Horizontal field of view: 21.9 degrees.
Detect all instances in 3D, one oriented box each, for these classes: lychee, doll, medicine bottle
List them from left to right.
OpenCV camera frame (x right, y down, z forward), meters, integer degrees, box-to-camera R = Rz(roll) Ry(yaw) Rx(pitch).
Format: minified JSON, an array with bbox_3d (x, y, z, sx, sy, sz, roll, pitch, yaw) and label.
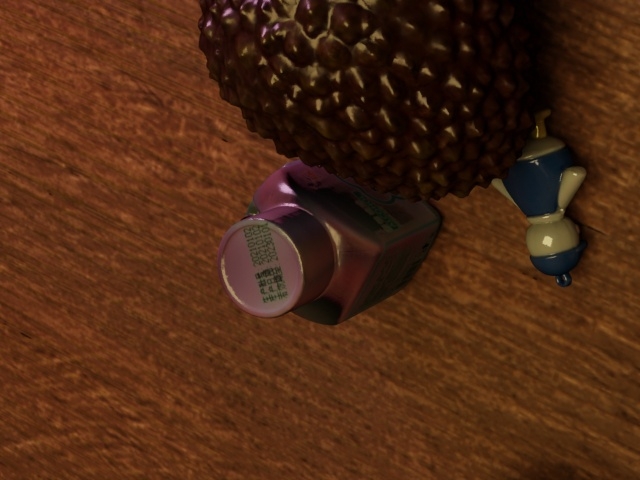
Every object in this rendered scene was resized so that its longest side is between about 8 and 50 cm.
[{"bbox_3d":[0.000,0.000,1.328,0.119,0.188,0.094,38,119,17],"label":"medicine bottle"},{"bbox_3d":[0.050,-0.147,1.239,0.271,0.271,0.271,8,107,29],"label":"lychee"},{"bbox_3d":[0.175,-0.032,1.295,0.099,0.057,0.143,-6,101,54],"label":"doll"}]
